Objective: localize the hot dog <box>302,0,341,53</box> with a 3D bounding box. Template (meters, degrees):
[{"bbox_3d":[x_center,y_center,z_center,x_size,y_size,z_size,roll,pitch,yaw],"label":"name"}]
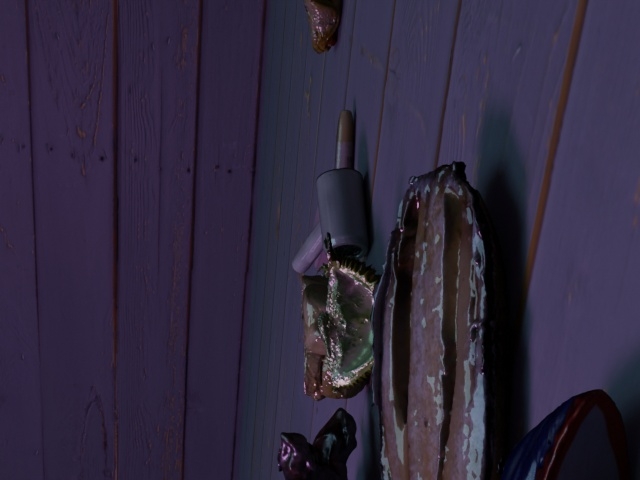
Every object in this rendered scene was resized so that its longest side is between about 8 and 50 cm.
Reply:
[{"bbox_3d":[0.007,-0.419,1.527,0.078,0.061,0.169,-55,-38,-41],"label":"hot dog"}]

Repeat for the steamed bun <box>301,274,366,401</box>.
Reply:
[{"bbox_3d":[0.027,0.135,1.190,0.192,0.106,0.177,110,158,-87],"label":"steamed bun"}]

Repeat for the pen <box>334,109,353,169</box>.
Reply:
[{"bbox_3d":[0.038,-0.097,1.382,0.040,0.032,0.233,-3,-83,-76],"label":"pen"}]

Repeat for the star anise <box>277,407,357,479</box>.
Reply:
[{"bbox_3d":[0.016,0.362,1.145,0.212,0.129,0.283,-104,0,-63],"label":"star anise"}]

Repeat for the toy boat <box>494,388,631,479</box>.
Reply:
[{"bbox_3d":[0.179,0.227,0.430,0.318,0.072,0.219,-125,40,-59],"label":"toy boat"}]

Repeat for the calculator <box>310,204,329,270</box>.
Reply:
[{"bbox_3d":[0.009,-0.020,1.524,0.175,0.032,0.100,106,162,-55],"label":"calculator"}]

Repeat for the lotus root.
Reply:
[{"bbox_3d":[0.118,0.097,0.750,0.167,0.078,0.329,0,87,58],"label":"lotus root"}]

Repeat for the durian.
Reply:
[{"bbox_3d":[0.048,0.089,1.064,0.086,0.100,0.215,-131,37,-72],"label":"durian"}]

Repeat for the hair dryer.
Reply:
[{"bbox_3d":[0.000,0.000,1.328,0.236,0.073,0.131,132,140,-53],"label":"hair dryer"}]
